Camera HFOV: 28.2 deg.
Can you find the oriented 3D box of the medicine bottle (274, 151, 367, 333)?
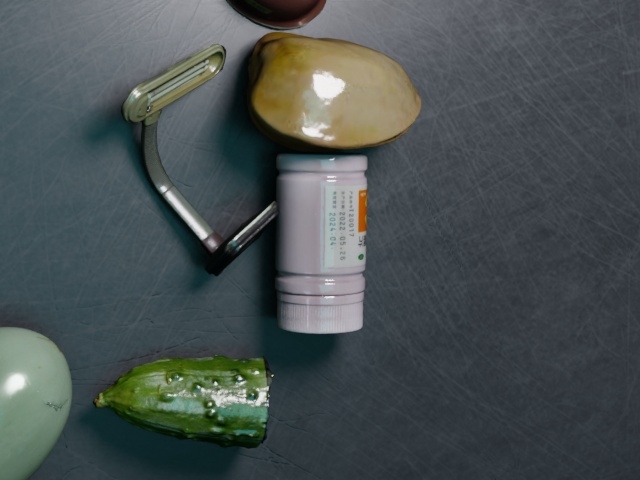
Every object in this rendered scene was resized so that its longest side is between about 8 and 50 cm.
[{"bbox_3d":[0.000,0.000,1.798,0.133,0.133,0.250,0,95,-18],"label":"medicine bottle"}]

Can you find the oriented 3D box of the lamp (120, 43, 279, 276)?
[{"bbox_3d":[-0.148,-0.117,1.765,0.203,0.124,0.283,-41,104,-31],"label":"lamp"}]

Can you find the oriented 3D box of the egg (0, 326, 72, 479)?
[{"bbox_3d":[-0.445,0.234,1.642,0.282,0.203,0.203,-42,107,-9],"label":"egg"}]

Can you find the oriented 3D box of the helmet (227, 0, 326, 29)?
[{"bbox_3d":[-0.050,-0.371,1.757,0.155,0.106,0.175,-46,111,-8],"label":"helmet"}]

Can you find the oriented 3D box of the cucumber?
[{"bbox_3d":[-0.192,0.223,1.772,0.244,0.134,0.134,3,95,-14],"label":"cucumber"}]

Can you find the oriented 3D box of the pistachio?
[{"bbox_3d":[0.023,-0.196,1.759,0.260,0.163,0.213,4,52,-19],"label":"pistachio"}]
